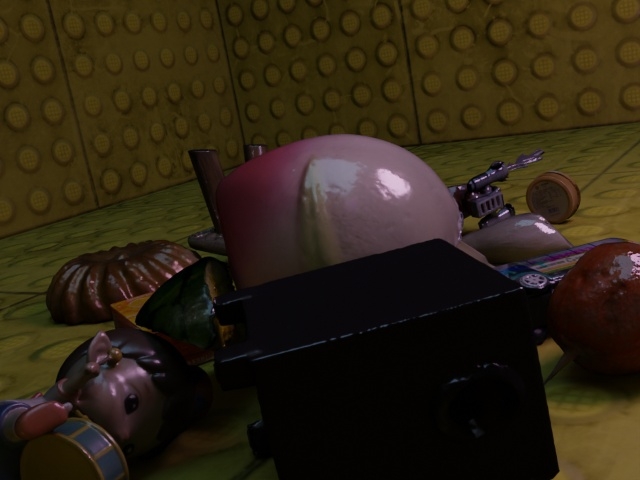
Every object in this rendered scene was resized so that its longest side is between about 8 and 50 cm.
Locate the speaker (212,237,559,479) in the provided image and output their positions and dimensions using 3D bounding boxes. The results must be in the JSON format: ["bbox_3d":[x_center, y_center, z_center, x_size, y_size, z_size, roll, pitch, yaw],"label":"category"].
[{"bbox_3d":[0.044,0.128,0.671,0.254,0.184,0.232,-15,12,-6],"label":"speaker"}]

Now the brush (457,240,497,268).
[{"bbox_3d":[0.229,0.051,1.113,0.060,0.050,0.321,-17,28,-20],"label":"brush"}]

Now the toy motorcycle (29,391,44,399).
[{"bbox_3d":[-0.457,0.216,0.861,0.272,0.123,0.182,-3,36,37],"label":"toy motorcycle"}]

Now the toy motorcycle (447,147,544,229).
[{"bbox_3d":[0.273,-0.066,1.451,0.401,0.134,0.207,-20,14,-12],"label":"toy motorcycle"}]

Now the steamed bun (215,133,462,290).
[{"bbox_3d":[0.000,0.000,0.913,0.309,0.309,0.309,-10,12,2],"label":"steamed bun"}]

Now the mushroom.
[{"bbox_3d":[0.303,0.013,1.225,0.225,0.093,0.116,-16,-4,15],"label":"mushroom"}]

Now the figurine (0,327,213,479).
[{"bbox_3d":[-0.212,0.178,0.751,0.158,0.161,0.275,19,23,16],"label":"figurine"}]

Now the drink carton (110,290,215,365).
[{"bbox_3d":[-0.245,0.137,1.122,0.096,0.071,0.223,-16,15,-28],"label":"drink carton"}]

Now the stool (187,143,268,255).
[{"bbox_3d":[-0.095,-0.088,1.565,0.310,0.226,0.310,6,11,26],"label":"stool"}]

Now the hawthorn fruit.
[{"bbox_3d":[0.310,0.077,0.779,0.189,0.149,0.149,-17,14,-32],"label":"hawthorn fruit"}]

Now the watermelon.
[{"bbox_3d":[-0.139,0.098,0.887,0.123,0.129,0.301,-38,-13,-4],"label":"watermelon"}]

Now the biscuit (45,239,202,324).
[{"bbox_3d":[-0.397,0.072,1.486,0.326,0.107,0.326,-9,16,3],"label":"biscuit"}]

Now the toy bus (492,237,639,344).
[{"bbox_3d":[0.305,0.062,0.941,0.262,0.091,0.109,-12,21,-13],"label":"toy bus"}]

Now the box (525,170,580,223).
[{"bbox_3d":[0.466,-0.086,1.473,0.105,0.105,0.037,2,23,44],"label":"box"}]
